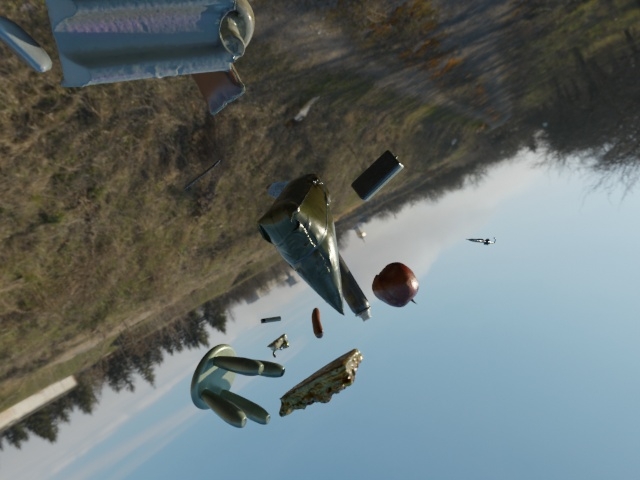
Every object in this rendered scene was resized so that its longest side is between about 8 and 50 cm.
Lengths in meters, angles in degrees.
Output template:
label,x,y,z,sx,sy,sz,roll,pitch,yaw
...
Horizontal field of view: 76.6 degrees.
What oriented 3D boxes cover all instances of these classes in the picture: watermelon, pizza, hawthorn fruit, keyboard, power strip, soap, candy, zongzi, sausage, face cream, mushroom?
label,x,y,z,sx,sy,sz,roll,pitch,yaw
watermelon,-0.149,-0.184,1.488,0.180,0.094,0.081,132,-25,-83
pizza,0.011,0.456,1.315,0.257,0.087,0.268,-30,172,13
hawthorn fruit,0.309,0.191,1.612,0.179,0.200,0.179,-42,176,-4
keyboard,-0.454,-0.252,1.553,0.198,0.010,0.064,-25,-154,36
power strip,0.270,-0.306,1.910,0.256,0.105,0.070,-43,154,22
soap,-0.333,-0.413,0.750,0.302,0.258,0.159,-13,133,-19
candy,-0.892,-0.586,1.210,0.071,0.174,0.138,-42,-145,-3
zongzi,0.000,0.000,1.184,0.160,0.360,0.323,-26,-160,28
sausage,-0.013,0.331,1.647,0.040,0.047,0.177,-52,-159,18
face cream,0.102,0.169,1.499,0.073,0.284,0.073,-30,168,-7
mushroom,-0.325,-0.687,1.320,0.243,0.244,0.243,-29,-179,0

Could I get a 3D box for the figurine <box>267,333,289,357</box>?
label,x,y,z,sx,sy,sz,roll,pitch,yaw
figurine,-0.146,0.375,1.448,0.083,0.051,0.047,-33,-175,-26

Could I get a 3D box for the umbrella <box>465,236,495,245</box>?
label,x,y,z,sx,sy,sz,roll,pitch,yaw
umbrella,0.439,0.003,1.106,0.148,0.022,0.022,-2,-167,-37

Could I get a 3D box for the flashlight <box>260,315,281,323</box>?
label,x,y,z,sx,sy,sz,roll,pitch,yaw
flashlight,-0.199,0.319,1.628,0.083,0.018,0.018,-2,146,-30

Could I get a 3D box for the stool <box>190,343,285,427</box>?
label,x,y,z,sx,sy,sz,roll,pitch,yaw
stool,-0.243,0.422,1.178,0.198,0.195,0.195,11,165,27

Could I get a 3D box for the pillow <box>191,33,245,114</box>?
label,x,y,z,sx,sy,sz,roll,pitch,yaw
pillow,-0.302,-0.475,1.160,0.171,0.179,0.075,-16,-164,38
